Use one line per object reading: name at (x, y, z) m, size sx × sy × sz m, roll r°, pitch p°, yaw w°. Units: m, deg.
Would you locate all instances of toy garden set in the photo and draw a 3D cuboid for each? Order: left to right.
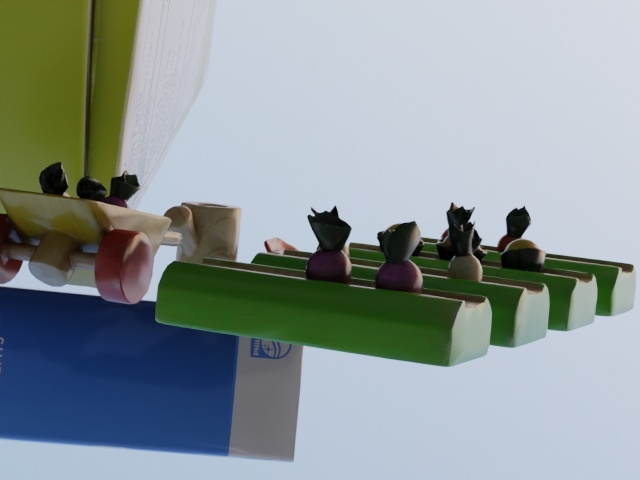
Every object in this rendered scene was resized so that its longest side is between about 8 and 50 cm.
toy garden set at (0.000, 0.000, 0.714) m, size 0.203 × 0.049 × 0.244 m, roll 8°, pitch -175°, yaw 23°

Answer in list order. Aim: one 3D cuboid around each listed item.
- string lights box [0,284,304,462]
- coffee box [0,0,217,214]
string lights box at (-0.148, 0.064, 0.908) m, size 0.259 × 0.077 × 0.133 m, roll 5°, pitch 174°, yaw -10°
coffee box at (-0.211, -0.227, 0.841) m, size 0.337 × 0.338 × 0.334 m, roll 11°, pitch -160°, yaw 0°
